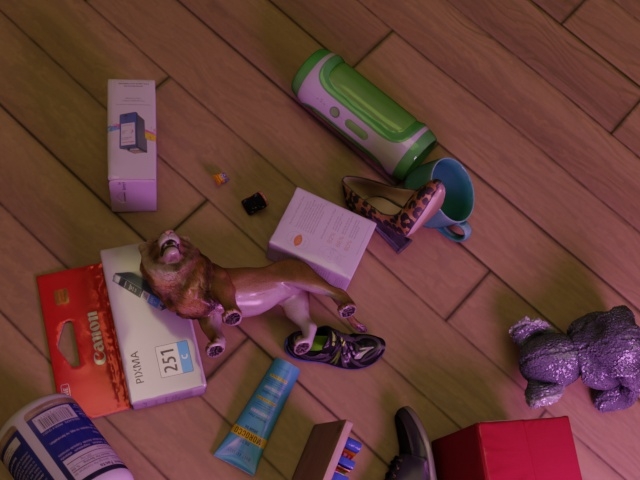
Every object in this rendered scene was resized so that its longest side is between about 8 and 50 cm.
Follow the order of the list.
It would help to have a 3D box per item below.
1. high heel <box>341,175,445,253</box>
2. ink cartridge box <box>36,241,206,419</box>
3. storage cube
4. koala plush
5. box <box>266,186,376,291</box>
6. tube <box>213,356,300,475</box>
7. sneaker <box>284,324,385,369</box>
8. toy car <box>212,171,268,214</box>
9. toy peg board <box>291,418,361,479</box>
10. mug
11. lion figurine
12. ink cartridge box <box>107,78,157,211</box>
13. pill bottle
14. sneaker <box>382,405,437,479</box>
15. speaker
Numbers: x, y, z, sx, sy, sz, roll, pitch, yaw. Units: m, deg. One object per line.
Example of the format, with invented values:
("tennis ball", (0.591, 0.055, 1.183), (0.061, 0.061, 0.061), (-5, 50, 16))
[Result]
("high heel", (0.127, -0.093, 1.758), (0.093, 0.261, 0.186), (-38, 80, -28))
("ink cartridge box", (-0.365, 0.161, 1.705), (0.261, 0.066, 0.296), (-12, 71, -12))
("storage cube", (0.323, 0.415, 1.607), (0.184, 0.215, 0.193), (0, 68, -20))
("koala plush", (0.467, 0.213, 1.732), (0.221, 0.203, 0.196), (-6, 69, 3))
("box", (0.000, 0.000, 1.796), (0.170, 0.091, 0.130), (25, 69, 3))
("tube", (-0.107, 0.312, 1.691), (0.080, 0.052, 0.207), (25, 74, 13))
("sneaker", (0.028, 0.197, 1.731), (0.188, 0.078, 0.067), (5, 69, -5))
("toy car", (-0.148, -0.104, 1.840), (0.122, 0.060, 0.040), (46, 39, 4))
("toy peg board", (0.019, 0.402, 1.617), (0.079, 0.160, 0.161), (28, 68, -12))
("mug", (0.225, -0.076, 1.839), (0.129, 0.097, 0.157), (8, 74, -41))
("lion figurine", (-0.123, 0.088, 1.685), (0.392, 0.142, 0.240), (7, 31, -29))
("ink cartridge box", (-0.356, -0.177, 1.787), (0.093, 0.154, 0.212), (0, 68, -9))
("pill bottle", (-0.401, 0.391, 1.538), (0.153, 0.153, 0.265), (-37, 64, -18))
("sneaker", (0.138, 0.409, 1.661), (0.118, 0.083, 0.222), (-9, 72, -10))
("speaker", (0.086, -0.254, 1.887), (0.296, 0.131, 0.131), (40, 70, 9))
